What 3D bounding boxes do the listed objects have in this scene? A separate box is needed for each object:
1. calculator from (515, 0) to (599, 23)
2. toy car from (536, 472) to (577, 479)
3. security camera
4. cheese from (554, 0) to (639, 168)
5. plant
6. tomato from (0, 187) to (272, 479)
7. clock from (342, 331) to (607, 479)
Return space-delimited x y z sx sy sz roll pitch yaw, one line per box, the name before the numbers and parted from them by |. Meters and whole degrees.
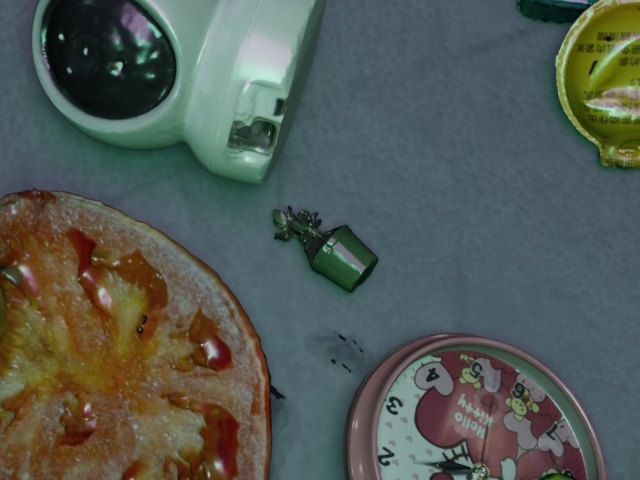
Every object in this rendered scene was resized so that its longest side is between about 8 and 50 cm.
calculator | 0.319 -0.315 1.658 0.274 0.058 0.248 7 71 -4
toy car | 0.258 0.318 1.370 0.306 0.125 0.136 45 68 -18
security camera | -0.128 -0.166 1.489 0.236 0.194 0.194 20 71 2
cheese | 0.293 -0.189 1.578 0.157 0.064 0.250 4 100 -3
plant | 0.000 0.000 1.522 0.102 0.051 0.051 37 72 11
tomato | -0.194 0.141 1.376 0.338 0.144 0.338 21 56 -35
clock | 0.131 0.190 1.449 0.244 0.056 0.244 12 62 -22
